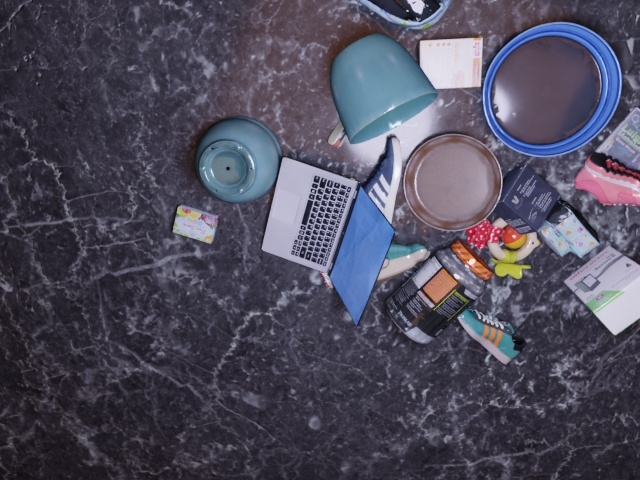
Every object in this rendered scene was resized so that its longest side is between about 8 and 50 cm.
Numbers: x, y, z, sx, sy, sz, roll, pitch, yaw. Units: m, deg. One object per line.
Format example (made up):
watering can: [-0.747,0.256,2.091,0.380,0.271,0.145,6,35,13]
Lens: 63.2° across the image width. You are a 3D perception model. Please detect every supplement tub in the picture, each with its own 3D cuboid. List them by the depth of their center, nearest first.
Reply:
supplement tub: [0.401,0.171,1.756,0.207,0.207,0.338,41,106,-9]

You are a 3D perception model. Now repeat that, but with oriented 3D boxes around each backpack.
backpack: [0.218,-0.762,1.467,0.356,0.273,0.290,40,105,14]
backpack: [0.798,-0.029,1.686,0.188,0.166,0.144,38,108,-5]

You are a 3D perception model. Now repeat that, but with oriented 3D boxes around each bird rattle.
bird rattle: [0.618,-0.002,1.756,0.207,0.143,0.253,-35,89,2]

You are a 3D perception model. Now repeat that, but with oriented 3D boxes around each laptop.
laptop: [0.000,0.000,1.652,0.409,0.236,0.381,20,123,4]

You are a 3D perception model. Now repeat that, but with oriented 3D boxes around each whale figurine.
whale figurine: [0.225,0.055,1.748,0.272,0.216,0.141,-23,75,19]

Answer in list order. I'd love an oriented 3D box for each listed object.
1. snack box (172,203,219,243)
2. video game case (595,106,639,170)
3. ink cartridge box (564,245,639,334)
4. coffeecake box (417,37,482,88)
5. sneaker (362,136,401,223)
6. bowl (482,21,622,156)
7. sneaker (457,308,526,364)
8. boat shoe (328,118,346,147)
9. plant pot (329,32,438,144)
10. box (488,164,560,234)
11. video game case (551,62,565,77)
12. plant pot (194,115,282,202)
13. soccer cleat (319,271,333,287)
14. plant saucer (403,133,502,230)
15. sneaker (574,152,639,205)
snack box: [-0.438,-0.058,1.829,0.141,0.037,0.100,17,109,-1]
video game case: [1.012,-0.298,1.660,0.191,0.022,0.173,35,106,-7]
ink cartridge box: [0.941,0.153,1.679,0.115,0.273,0.198,45,105,-7]
coffeecake box: [0.396,-0.542,1.601,0.186,0.068,0.142,-1,107,4]
sneaker: [0.175,-0.168,1.705,0.148,0.131,0.349,9,106,3]
bowl: [0.693,-0.453,1.588,0.392,0.077,0.390,3,107,9]
sneaker: [0.601,0.309,1.844,0.302,0.108,0.121,40,105,-17]
boat shoe: [0.079,-0.365,1.695,0.043,0.049,0.137,18,111,-47]
plant pot: [0.162,-0.459,1.540,0.293,0.293,0.235,-28,88,12]
box: [0.651,-0.129,1.671,0.158,0.093,0.156,39,75,-9]
video game case: [0.787,-0.468,1.624,0.158,0.019,0.143,11,108,1]
plant pot: [-0.279,-0.244,1.677,0.294,0.196,0.292,1,108,3]
soccer cleat: [0.029,0.133,1.863,0.036,0.029,0.083,-28,99,16]
plant saucer: [0.425,-0.186,1.682,0.311,0.050,0.310,4,101,22]
sneaker: [0.969,-0.163,1.669,0.314,0.115,0.136,27,138,3]
